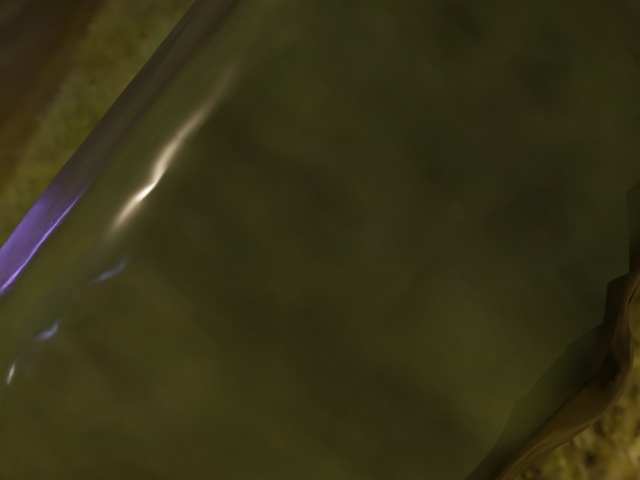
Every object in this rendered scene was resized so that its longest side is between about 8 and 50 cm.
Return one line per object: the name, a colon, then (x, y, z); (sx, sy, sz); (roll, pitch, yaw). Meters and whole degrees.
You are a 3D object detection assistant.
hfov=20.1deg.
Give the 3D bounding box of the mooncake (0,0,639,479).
mooncake: (0.000, 0.000, 0.716); (0.356, 0.194, 0.356); (-48, 10, 12)
